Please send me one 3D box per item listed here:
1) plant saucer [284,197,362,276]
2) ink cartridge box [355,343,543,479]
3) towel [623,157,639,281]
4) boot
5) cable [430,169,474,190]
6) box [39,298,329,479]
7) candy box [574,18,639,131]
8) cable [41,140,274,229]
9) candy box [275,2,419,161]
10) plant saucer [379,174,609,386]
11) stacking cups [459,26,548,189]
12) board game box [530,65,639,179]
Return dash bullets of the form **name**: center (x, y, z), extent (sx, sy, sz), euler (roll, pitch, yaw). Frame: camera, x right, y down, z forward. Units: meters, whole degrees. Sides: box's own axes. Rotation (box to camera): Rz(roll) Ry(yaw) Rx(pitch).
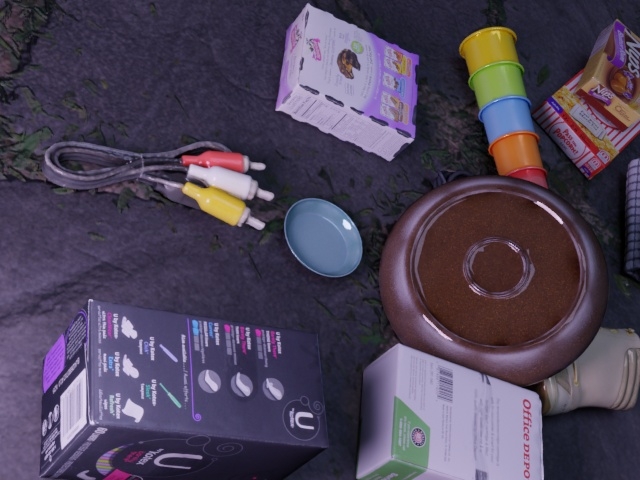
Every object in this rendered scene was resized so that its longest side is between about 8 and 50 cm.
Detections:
- **plant saucer**: center (0.000, 0.000, 1.611), extent (0.119, 0.021, 0.119), euler (16, 55, -24)
- **ink cartridge box**: center (0.165, 0.246, 1.515), extent (0.219, 0.092, 0.160), euler (22, 52, -21)
- **towel**: center (0.632, -0.006, 1.965), extent (0.284, 0.121, 0.235), euler (24, 52, -19)
- **boot**: center (0.353, 0.117, 1.709), extent (0.204, 0.095, 0.261), euler (3, 71, -31)
- **cable**: center (0.217, -0.023, 1.760), extent (0.150, 0.047, 0.184), euler (-36, 89, -37)
- **box**: center (-0.149, 0.177, 1.304), extent (0.270, 0.165, 0.143), euler (10, 56, -28)
- **candy box**: center (0.506, -0.280, 2.039), extent (0.109, 0.053, 0.186), euler (38, 49, -8)
- **cable**: center (-0.198, -0.098, 1.510), extent (0.287, 0.072, 0.139), euler (17, 48, -24)
- **candy box**: center (0.042, -0.230, 1.751), extent (0.196, 0.070, 0.164), euler (22, 52, -21)
- **plant saucer**: center (0.234, 0.043, 1.615), extent (0.311, 0.050, 0.310), euler (-1, 67, 3)
- **stacking cups**: center (0.300, -0.177, 1.878), extent (0.096, 0.096, 0.316), euler (2, 63, -32)
- **board game box**: center (0.456, -0.206, 2.026), extent (0.146, 0.045, 0.193), euler (48, 47, 2)
